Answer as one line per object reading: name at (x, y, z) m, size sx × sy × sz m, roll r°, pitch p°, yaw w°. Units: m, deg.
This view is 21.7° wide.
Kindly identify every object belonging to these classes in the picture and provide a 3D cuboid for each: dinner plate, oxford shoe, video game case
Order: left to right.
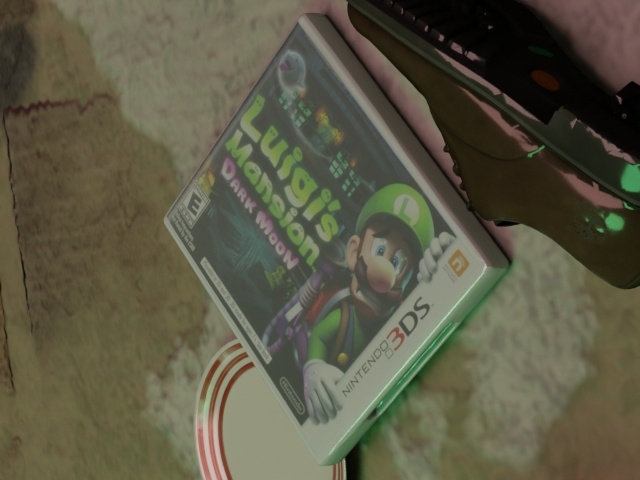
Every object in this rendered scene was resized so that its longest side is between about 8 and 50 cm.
dinner plate at (-0.028, 0.126, 1.005) m, size 0.141 × 0.017 × 0.141 m, roll 13°, pitch 108°, yaw 46°
video game case at (0.000, 0.000, 0.932) m, size 0.173 × 0.022 × 0.190 m, roll -53°, pitch 59°, yaw 33°
oxford shoe at (0.081, -0.056, 0.799) m, size 0.227 × 0.083 × 0.096 m, roll 45°, pitch 133°, yaw 34°
